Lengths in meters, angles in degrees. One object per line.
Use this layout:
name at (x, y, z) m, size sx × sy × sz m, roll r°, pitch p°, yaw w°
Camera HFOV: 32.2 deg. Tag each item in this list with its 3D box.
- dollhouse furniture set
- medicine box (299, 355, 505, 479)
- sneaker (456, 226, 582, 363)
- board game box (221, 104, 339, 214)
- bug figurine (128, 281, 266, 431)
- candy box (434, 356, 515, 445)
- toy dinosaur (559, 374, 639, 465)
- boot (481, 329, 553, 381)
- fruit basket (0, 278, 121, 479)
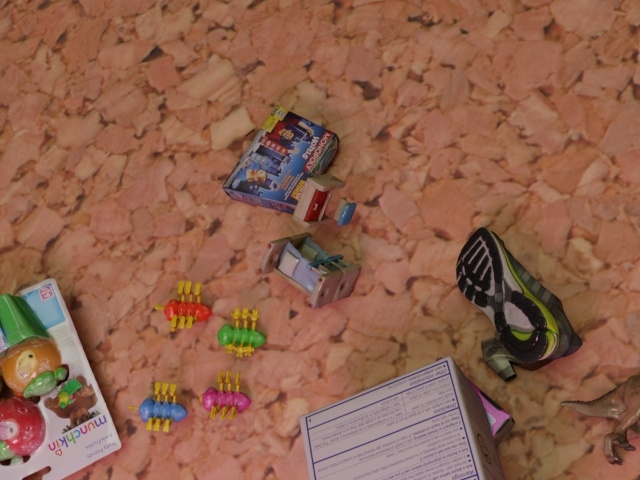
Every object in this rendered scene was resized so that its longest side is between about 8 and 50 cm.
dollhouse furniture set at (0.000, 0.000, 1.926) m, size 0.129 × 0.129 × 0.184 m, roll 32°, pitch 115°, yaw 24°
medicine box at (0.132, 0.364, 1.655) m, size 0.263 × 0.149 × 0.289 m, roll -24°, pitch 49°, yaw 14°
sneaker at (0.328, 0.096, 1.856) m, size 0.111 × 0.121 × 0.300 m, roll -52°, pitch 42°, yaw 26°
board game box at (-0.051, -0.127, 2.071) m, size 0.194 × 0.060 × 0.194 m, roll 29°, pitch 80°, yaw 23°
bug figurine at (-0.215, 0.220, 1.981) m, size 0.216 × 0.072 × 0.279 m, roll 7°, pitch 67°, yaw 12°
candy box at (0.184, 0.333, 1.821) m, size 0.159 × 0.071 × 0.233 m, roll 40°, pitch 84°, yaw 25°
toy dinosaur at (0.538, 0.252, 1.726) m, size 0.295 × 0.127 × 0.200 m, roll 6°, pitch 63°, yaw 32°
boot at (0.330, 0.180, 1.855) m, size 0.118 × 0.042 × 0.087 m, roll -23°, pitch 57°, yaw -1°
fruit basket at (-0.569, 0.287, 2.012) m, size 0.327 × 0.165 × 0.353 m, roll -27°, pitch 68°, yaw 5°
